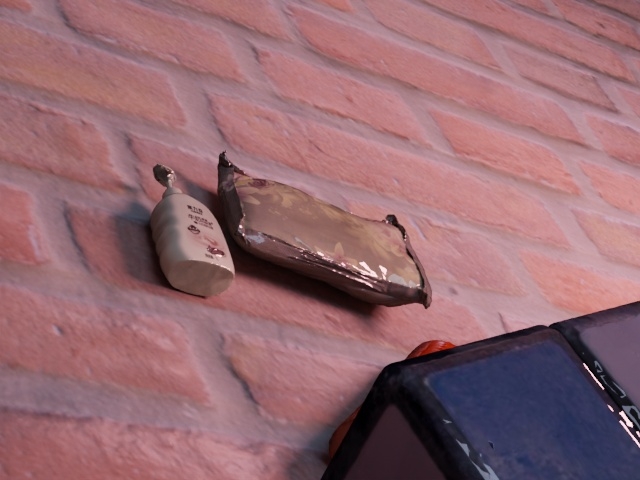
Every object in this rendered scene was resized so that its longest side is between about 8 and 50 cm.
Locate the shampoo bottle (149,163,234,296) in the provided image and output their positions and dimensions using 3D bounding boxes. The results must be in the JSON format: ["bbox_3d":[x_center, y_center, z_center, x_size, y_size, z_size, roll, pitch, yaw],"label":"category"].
[{"bbox_3d":[-0.132,-0.014,1.614,0.077,0.045,0.152,18,32,-34],"label":"shampoo bottle"}]

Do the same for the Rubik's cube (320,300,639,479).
[{"bbox_3d":[0.185,0.264,1.187,0.316,0.318,0.313,-13,54,-34],"label":"Rubik's cube"}]

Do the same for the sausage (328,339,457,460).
[{"bbox_3d":[0.088,0.153,1.588,0.074,0.074,0.274,40,27,6],"label":"sausage"}]

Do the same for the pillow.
[{"bbox_3d":[0.000,0.000,1.740,0.255,0.059,0.169,20,31,-28],"label":"pillow"}]
